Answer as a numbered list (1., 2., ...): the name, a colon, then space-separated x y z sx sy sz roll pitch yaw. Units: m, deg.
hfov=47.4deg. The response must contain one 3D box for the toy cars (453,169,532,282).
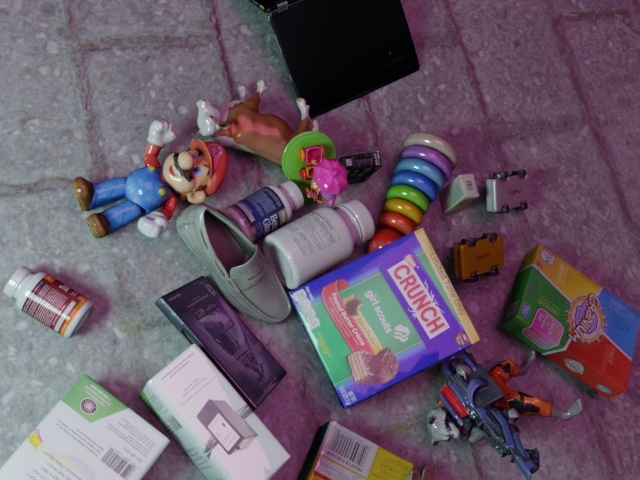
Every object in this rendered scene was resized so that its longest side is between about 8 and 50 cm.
1. toy cars: 0.403 -0.042 1.770 0.176 0.087 0.394 53 56 -35

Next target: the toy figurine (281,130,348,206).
1. toy figurine: 0.002 -0.131 1.582 0.130 0.159 0.173 -11 120 -17

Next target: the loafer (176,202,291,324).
1. loafer: -0.165 0.054 1.496 0.319 0.111 0.112 48 62 -21

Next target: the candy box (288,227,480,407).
1. candy box: 0.133 0.166 1.538 0.317 0.122 0.268 -26 80 -6

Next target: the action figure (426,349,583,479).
1. action figure: 0.384 0.382 1.563 0.330 0.179 0.341 -10 44 -16

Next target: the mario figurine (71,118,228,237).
1. mario figurine: -0.340 -0.130 1.502 0.320 0.170 0.198 -25 115 -17

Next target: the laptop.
1. laptop: -0.007 -0.566 1.863 0.382 0.236 0.408 -29 54 -26

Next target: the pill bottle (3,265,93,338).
1. pill bottle: -0.523 0.115 1.402 0.152 0.086 0.086 33 64 -6

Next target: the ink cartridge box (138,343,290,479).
1. ink cartridge box: -0.204 0.347 1.364 0.114 0.198 0.273 -39 87 -27

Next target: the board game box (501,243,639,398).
1. board game box: 0.605 0.190 1.747 0.316 0.064 0.242 34 53 -5

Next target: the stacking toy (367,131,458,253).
1. stacking toy: 0.206 -0.085 1.704 0.141 0.141 0.330 28 69 -7

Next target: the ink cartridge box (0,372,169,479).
1. ink cartridge box: -0.440 0.415 1.304 0.201 0.117 0.278 39 63 -2

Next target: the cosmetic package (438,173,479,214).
1. cosmetic package: 0.332 -0.110 1.757 0.041 0.115 0.060 -6 74 -19

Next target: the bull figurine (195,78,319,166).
1. bull figurine: -0.136 -0.261 1.654 0.310 0.101 0.188 26 63 -21

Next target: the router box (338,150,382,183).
1. router box: 0.077 -0.164 1.687 0.092 0.122 0.038 -10 79 -21

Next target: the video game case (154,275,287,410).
1. video game case: -0.190 0.198 1.447 0.026 0.196 0.274 -43 87 17

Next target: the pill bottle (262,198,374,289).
1. pill bottle: 0.000 0.000 1.596 0.229 0.131 0.131 -29 82 -25

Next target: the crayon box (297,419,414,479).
1. crayon box: 0.036 0.543 1.425 0.202 0.081 0.319 30 58 -6

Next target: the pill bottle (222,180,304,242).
1. pill bottle: -0.122 -0.064 1.598 0.169 0.094 0.094 -32 84 -25

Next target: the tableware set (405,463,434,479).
1. tableware set: 0.198 0.532 1.483 0.168 0.020 0.141 18 78 -57
